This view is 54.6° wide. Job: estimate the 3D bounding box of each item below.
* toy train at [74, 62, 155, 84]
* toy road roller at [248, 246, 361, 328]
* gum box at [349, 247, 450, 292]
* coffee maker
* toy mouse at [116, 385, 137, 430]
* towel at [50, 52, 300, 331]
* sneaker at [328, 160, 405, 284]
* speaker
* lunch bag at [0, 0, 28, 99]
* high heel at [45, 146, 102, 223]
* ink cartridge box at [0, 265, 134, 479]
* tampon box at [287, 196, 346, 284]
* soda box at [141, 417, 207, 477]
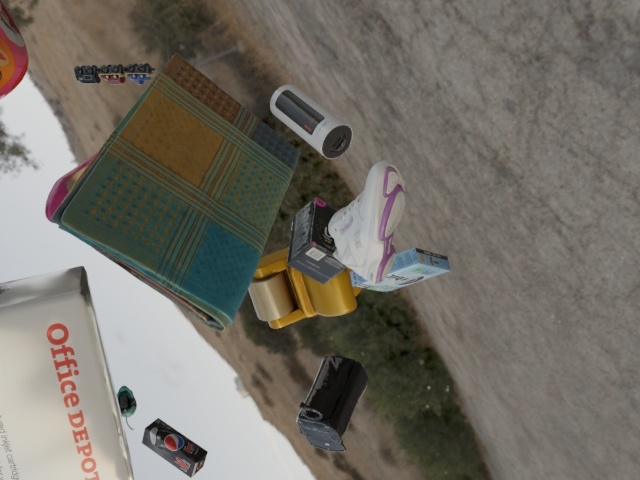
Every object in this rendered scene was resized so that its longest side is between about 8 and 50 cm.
[{"bbox_3d":[-0.366,-0.294,1.102,0.027,0.158,0.036,-48,-42,-67],"label":"toy train"},{"bbox_3d":[-0.033,0.134,1.800,0.240,0.330,0.202,-139,30,-68],"label":"toy road roller"},{"bbox_3d":[0.190,0.074,1.472,0.157,0.184,0.041,14,-119,-51],"label":"gum box"},{"bbox_3d":[0.031,0.345,1.364,0.120,0.178,0.171,18,140,11],"label":"coffee maker"},{"bbox_3d":[-0.399,0.333,1.177,0.143,0.161,0.031,18,145,25],"label":"toy mouse"},{"bbox_3d":[-0.180,-0.082,0.902,0.271,0.040,0.370,38,-134,-22],"label":"towel"},{"bbox_3d":[0.079,-0.037,1.227,0.152,0.114,0.305,27,140,20],"label":"sneaker"},{"bbox_3d":[-0.014,-0.172,0.893,0.136,0.055,0.055,45,169,36],"label":"speaker"},{"bbox_3d":[-0.440,-0.219,0.553,0.293,0.258,0.120,61,-178,0],"label":"lunch bag"},{"bbox_3d":[-0.475,-0.130,1.305,0.082,0.117,0.244,54,-139,-20],"label":"high heel"},{"bbox_3d":[-0.319,0.151,0.538,0.114,0.273,0.196,-150,50,-68],"label":"ink cartridge box"},{"bbox_3d":[0.000,0.000,1.523,0.120,0.101,0.161,30,-136,-26],"label":"tampon box"},{"bbox_3d":[-0.375,0.531,1.593,0.169,0.060,0.053,27,-153,17],"label":"soda box"}]
